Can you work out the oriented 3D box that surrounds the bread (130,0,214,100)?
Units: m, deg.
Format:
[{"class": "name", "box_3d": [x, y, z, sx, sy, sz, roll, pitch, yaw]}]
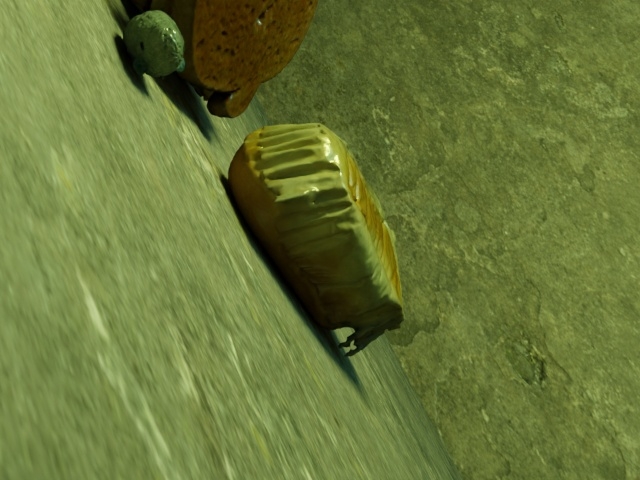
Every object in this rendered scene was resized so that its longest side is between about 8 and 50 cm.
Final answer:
[{"class": "bread", "box_3d": [-0.172, -0.438, 1.540, 0.192, 0.370, 0.314, 20, -17, 22]}]

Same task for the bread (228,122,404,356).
[{"class": "bread", "box_3d": [0.000, -0.008, 1.437, 0.236, 0.183, 0.388, -93, 163, -46]}]

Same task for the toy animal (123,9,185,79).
[{"class": "toy animal", "box_3d": [-0.213, -0.241, 1.199, 0.253, 0.070, 0.079, -155, -118, -72]}]

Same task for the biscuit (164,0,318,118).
[{"class": "biscuit", "box_3d": [-0.110, -0.350, 1.406, 0.070, 0.350, 0.394, 23, 16, 17]}]
